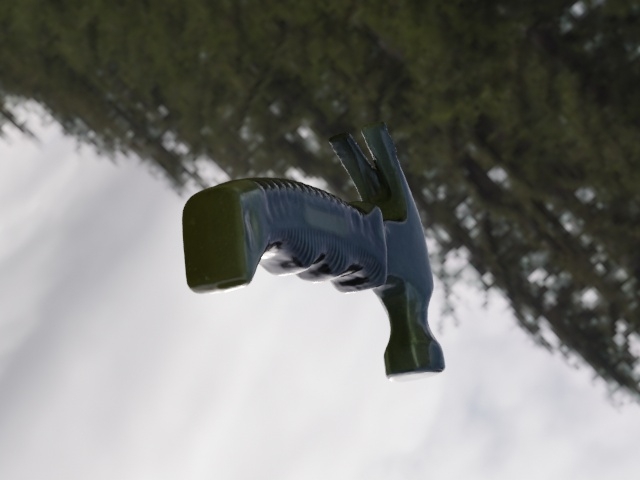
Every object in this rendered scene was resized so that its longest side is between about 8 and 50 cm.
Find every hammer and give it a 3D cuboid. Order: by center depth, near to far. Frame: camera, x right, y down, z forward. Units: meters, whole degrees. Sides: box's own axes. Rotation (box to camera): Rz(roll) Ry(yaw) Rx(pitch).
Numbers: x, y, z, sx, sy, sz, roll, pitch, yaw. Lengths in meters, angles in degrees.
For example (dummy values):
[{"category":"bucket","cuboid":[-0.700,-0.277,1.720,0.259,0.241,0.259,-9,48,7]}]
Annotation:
[{"category":"hammer","cuboid":[0.000,0.000,0.838,0.041,0.158,0.226,-17,166,29]}]
